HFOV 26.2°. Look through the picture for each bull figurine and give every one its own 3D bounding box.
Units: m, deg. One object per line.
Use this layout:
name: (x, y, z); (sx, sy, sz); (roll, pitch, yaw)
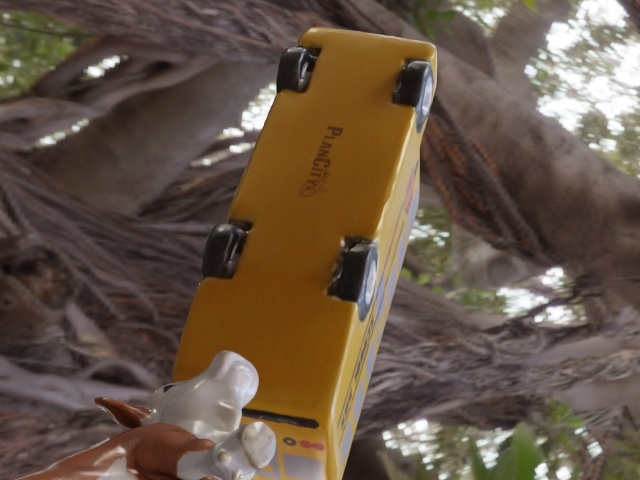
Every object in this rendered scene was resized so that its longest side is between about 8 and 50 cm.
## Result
bull figurine: (-0.103, 0.146, 0.672); (0.188, 0.310, 0.101); (-19, -80, 46)

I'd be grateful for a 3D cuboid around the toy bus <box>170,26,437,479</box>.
toy bus: (0.000, 0.000, 0.946); (0.108, 0.332, 0.130); (8, -41, 12)
